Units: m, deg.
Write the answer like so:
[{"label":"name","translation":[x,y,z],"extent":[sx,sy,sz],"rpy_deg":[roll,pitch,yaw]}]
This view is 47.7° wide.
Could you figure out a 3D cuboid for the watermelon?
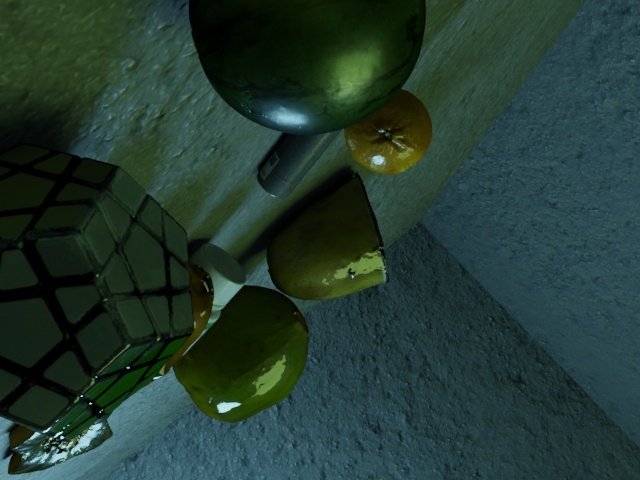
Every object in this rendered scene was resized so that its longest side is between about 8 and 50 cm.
[{"label":"watermelon","translation":[-0.012,-0.228,0.741],"extent":[0.242,0.242,0.242],"rpy_deg":[-41,169,-10]}]

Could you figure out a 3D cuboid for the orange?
[{"label":"orange","translation":[0.137,-0.222,1.462],"extent":[0.177,0.177,0.155],"rpy_deg":[-40,-174,-14]}]

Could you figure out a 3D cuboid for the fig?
[{"label":"fig","translation":[-0.181,0.262,1.756],"extent":[0.343,0.343,0.343],"rpy_deg":[-41,169,-10]}]

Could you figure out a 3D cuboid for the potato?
[{"label":"potato","translation":[0.000,0.000,1.857],"extent":[0.296,0.290,0.397],"rpy_deg":[-15,-153,-3]}]

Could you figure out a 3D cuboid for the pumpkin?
[{"label":"pumpkin","translation":[-0.564,0.409,1.606],"extent":[0.258,0.095,0.290],"rpy_deg":[-20,148,-35]}]

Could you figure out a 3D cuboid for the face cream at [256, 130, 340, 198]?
[{"label":"face cream","translation":[-0.012,-0.195,1.309],"extent":[0.283,0.073,0.073],"rpy_deg":[-49,168,28]}]

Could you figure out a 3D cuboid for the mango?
[{"label":"mango","translation":[-0.310,0.155,1.304],"extent":[0.287,0.201,0.152],"rpy_deg":[-55,144,3]}]

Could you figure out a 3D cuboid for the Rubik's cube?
[{"label":"Rubik's cube","translation":[-0.292,0.057,0.774],"extent":[0.264,0.319,0.319],"rpy_deg":[6,136,-40]}]

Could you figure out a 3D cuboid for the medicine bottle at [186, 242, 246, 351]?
[{"label":"medicine bottle","translation":[-0.267,0.126,1.455],"extent":[0.237,0.139,0.139],"rpy_deg":[-44,169,16]}]
